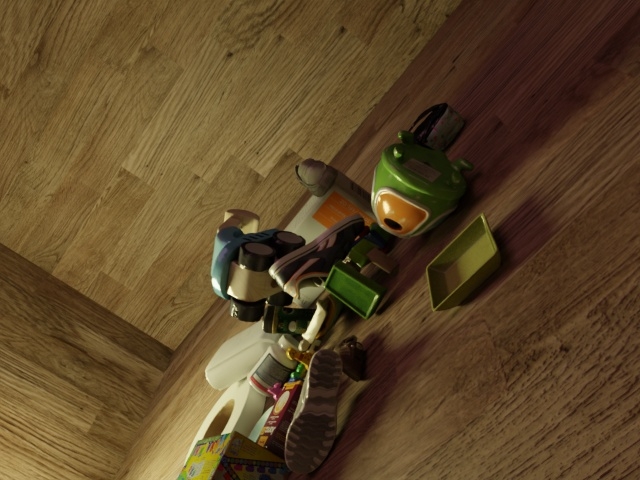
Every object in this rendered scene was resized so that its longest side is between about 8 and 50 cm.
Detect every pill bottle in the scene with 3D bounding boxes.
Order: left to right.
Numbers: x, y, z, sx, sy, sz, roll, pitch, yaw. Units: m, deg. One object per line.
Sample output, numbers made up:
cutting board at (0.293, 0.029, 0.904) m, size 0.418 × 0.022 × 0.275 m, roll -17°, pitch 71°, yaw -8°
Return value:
pill bottle at (-0.136, 0.387, 1.885) m, size 0.180 × 0.108 × 0.108 m, roll -53°, pitch 13°, yaw 6°

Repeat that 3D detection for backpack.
backpack at (0.374, -0.357, 1.966) m, size 0.182 × 0.115 × 0.152 m, roll -52°, pitch 24°, yaw 4°

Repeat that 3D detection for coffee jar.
coffee jar at (-0.089, 0.252, 1.879) m, size 0.096 × 0.185 × 0.078 m, roll -85°, pitch 1°, yaw -71°

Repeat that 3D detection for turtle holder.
turtle holder at (0.247, -0.149, 1.615) m, size 0.320 × 0.244 × 0.227 m, roll -95°, pitch 24°, yaw -58°

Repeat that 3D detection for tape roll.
tape roll at (-0.316, 0.630, 1.984) m, size 0.392 × 0.072 × 0.392 m, roll -49°, pitch 14°, yaw 17°

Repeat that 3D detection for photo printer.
photo printer at (-0.229, 0.369, 2.095) m, size 0.308 × 0.107 × 0.256 m, roll -32°, pitch 9°, yaw 18°

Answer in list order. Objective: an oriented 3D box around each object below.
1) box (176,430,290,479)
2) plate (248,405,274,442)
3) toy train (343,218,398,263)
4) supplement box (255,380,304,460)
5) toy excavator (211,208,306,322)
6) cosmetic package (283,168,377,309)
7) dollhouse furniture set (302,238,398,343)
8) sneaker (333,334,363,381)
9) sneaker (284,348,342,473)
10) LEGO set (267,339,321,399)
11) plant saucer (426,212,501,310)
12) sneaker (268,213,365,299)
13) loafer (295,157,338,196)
box at (-0.255, 0.647, 1.481) m, size 0.290 × 0.177 × 0.279 m, roll -35°, pitch 23°, yaw 54°
plate at (-0.160, 0.557, 1.720) m, size 0.188 × 0.024 × 0.188 m, roll -51°, pitch 14°, yaw 17°
toy train at (0.145, -0.001, 1.921) m, size 0.143 × 0.105 × 0.248 m, roll -50°, pitch 8°, yaw -34°
supplement box at (-0.082, 0.464, 1.549) m, size 0.104 × 0.081 × 0.188 m, roll -32°, pitch 26°, yaw 59°
toy excavator at (-0.248, 0.025, 1.954) m, size 0.433 × 0.445 × 0.222 m, roll -19°, pitch -52°, yaw -52°
cosmetic package at (0.000, 0.000, 2.126) m, size 0.453 × 0.230 × 0.161 m, roll -50°, pitch 14°, yaw 22°
dollhouse furniture set at (0.093, 0.177, 1.712) m, size 0.198 × 0.151 × 0.301 m, roll -38°, pitch -24°, yaw -53°
sneaker at (0.074, 0.283, 1.492) m, size 0.071 × 0.066 × 0.188 m, roll -53°, pitch 13°, yaw 2°
sneaker at (-0.006, 0.396, 1.399) m, size 0.115 × 0.105 × 0.281 m, roll 94°, pitch -166°, yaw -76°
LEGO set at (-0.076, 0.364, 1.757) m, size 0.227 × 0.093 × 0.087 m, roll -60°, pitch 14°, yaw -24°
plant saucer at (0.310, 0.053, 1.286) m, size 0.188 × 0.045 × 0.188 m, roll -49°, pitch 14°, yaw 24°
sneaker at (0.018, 0.052, 1.730) m, size 0.321 × 0.127 × 0.126 m, roll -33°, pitch -18°, yaw -16°
loafer at (-0.024, -0.214, 2.000) m, size 0.112 × 0.112 × 0.319 m, roll -56°, pitch 14°, yaw -3°
